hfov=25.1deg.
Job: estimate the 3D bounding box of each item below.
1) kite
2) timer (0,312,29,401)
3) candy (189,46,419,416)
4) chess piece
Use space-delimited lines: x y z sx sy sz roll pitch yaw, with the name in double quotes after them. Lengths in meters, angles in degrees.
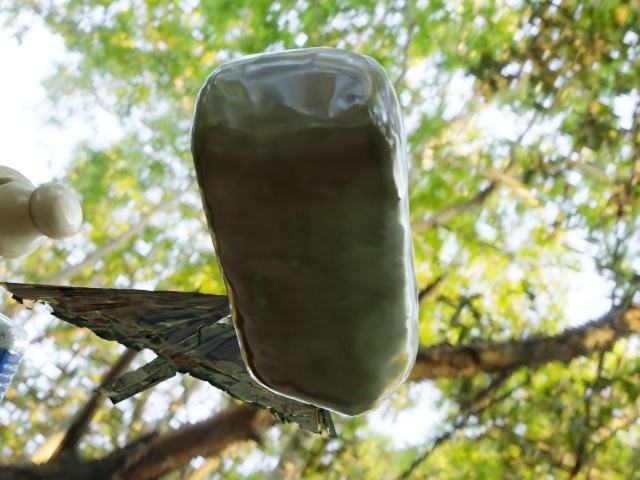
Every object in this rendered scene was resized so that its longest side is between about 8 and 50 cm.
-0.127 0.105 1.369 0.406 0.014 0.368 28 -32 -25 "kite"
-0.595 0.168 2.283 0.253 0.178 0.078 27 0 27 "timer"
0.000 0.000 0.767 0.104 0.102 0.234 0 -42 7 "candy"
-0.389 -0.029 1.637 0.307 0.124 0.139 3 -76 36 "chess piece"
